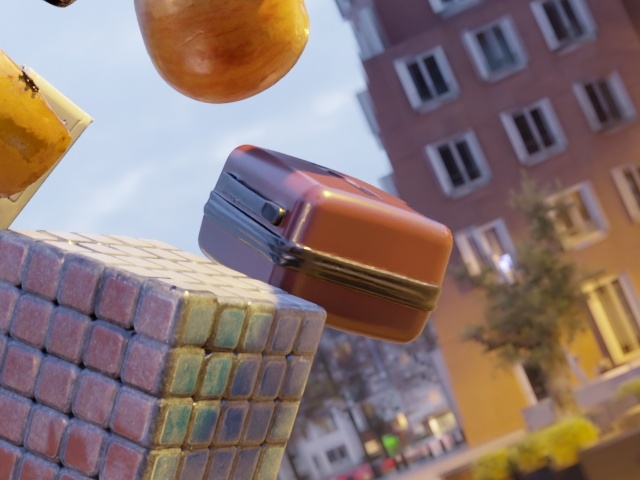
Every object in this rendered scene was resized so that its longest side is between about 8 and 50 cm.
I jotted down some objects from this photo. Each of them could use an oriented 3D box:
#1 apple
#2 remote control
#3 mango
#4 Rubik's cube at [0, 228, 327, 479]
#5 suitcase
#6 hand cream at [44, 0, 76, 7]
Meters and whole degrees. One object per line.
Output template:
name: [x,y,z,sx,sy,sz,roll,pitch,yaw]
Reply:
apple: [-0.142,-0.343,2.146,0.233,0.286,0.286,-13,-8,8]
remote control: [-0.400,-0.071,1.761,0.277,0.103,0.055,-52,31,-5]
mango: [-0.389,-0.160,1.537,0.138,0.257,0.187,-55,23,-15]
Rubik's cube: [-0.170,0.133,1.371,0.238,0.237,0.237,19,5,31]
suitcase: [0.000,0.000,1.774,0.236,0.161,0.297,16,9,-27]
hand cream: [-0.225,-0.333,1.615,0.235,0.086,0.055,-43,20,-27]
